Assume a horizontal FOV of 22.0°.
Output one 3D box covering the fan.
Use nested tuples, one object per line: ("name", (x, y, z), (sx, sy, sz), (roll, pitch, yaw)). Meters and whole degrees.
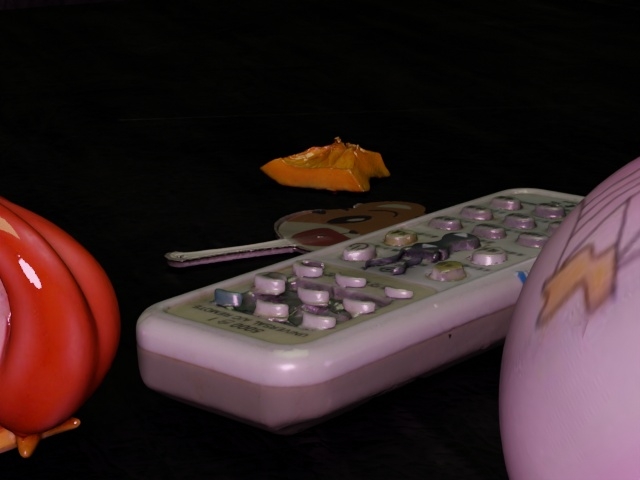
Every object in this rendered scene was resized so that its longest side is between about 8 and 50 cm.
("fan", (0.000, 0.000, 1.146), (0.226, 0.008, 0.152), (-9, 18, -25))

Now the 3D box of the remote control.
("remote control", (0.057, 0.034, 0.909), (0.128, 0.065, 0.335), (15, 23, 42))

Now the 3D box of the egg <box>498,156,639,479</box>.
("egg", (0.165, 0.047, 0.600), (0.196, 0.196, 0.271), (3, 23, 19))

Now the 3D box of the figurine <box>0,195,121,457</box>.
("figurine", (-0.244, 0.032, 0.777), (0.257, 0.181, 0.208), (-4, -15, -33))

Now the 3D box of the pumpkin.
("pumpkin", (0.005, -0.062, 1.325), (0.101, 0.035, 0.073), (7, 21, 25))
